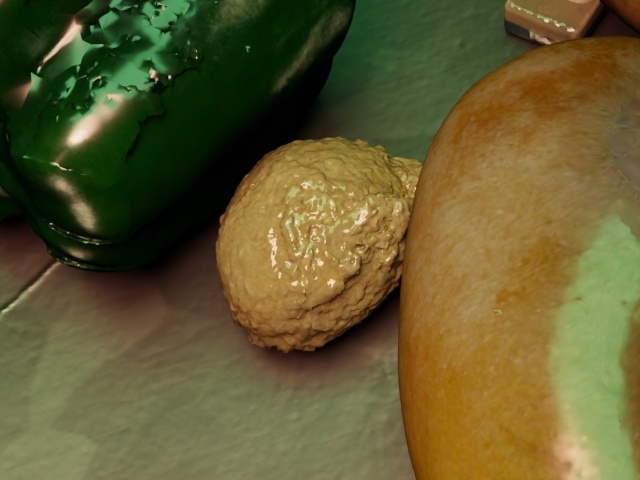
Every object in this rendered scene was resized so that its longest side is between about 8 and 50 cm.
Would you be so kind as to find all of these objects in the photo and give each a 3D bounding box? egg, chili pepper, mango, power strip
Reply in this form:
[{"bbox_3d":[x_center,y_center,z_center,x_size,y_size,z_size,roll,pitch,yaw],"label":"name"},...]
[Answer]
[{"bbox_3d":[0.000,0.000,0.981,0.118,0.116,0.140,19,65,42],"label":"egg"},{"bbox_3d":[-0.118,-0.115,0.980,0.233,0.248,0.256,24,61,19],"label":"chili pepper"},{"bbox_3d":[0.151,0.060,0.877,0.222,0.199,0.384,-2,55,-4],"label":"mango"},{"bbox_3d":[0.171,-0.177,1.114,0.056,0.032,0.123,26,66,20],"label":"power strip"}]

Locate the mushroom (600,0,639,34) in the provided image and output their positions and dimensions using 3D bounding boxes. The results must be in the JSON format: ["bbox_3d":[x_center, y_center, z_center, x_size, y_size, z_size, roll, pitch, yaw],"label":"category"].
[{"bbox_3d":[0.251,-0.188,1.018,0.278,0.146,0.278,20,35,-15],"label":"mushroom"}]
